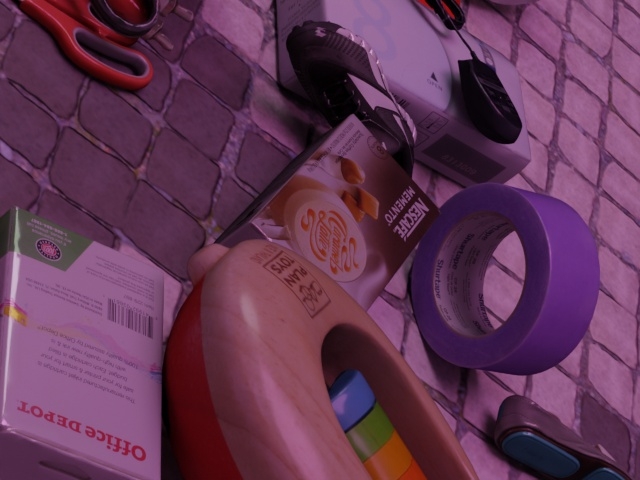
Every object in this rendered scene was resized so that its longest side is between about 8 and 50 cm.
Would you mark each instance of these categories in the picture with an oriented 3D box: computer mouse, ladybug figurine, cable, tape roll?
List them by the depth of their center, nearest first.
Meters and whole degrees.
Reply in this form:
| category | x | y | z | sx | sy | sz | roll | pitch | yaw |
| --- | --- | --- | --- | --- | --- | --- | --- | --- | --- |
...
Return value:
| category | x | y | z | sx | sy | sz | roll | pitch | yaw |
| --- | --- | --- | --- | --- | --- | --- | --- | --- | --- |
| ladybug figurine | 0.006 | 0.205 | 1.593 | 0.449 | 0.162 | 0.305 | 59 | 22 | -2 |
| cable | -0.240 | -0.284 | 1.824 | 0.287 | 0.072 | 0.139 | 31 | 53 | -15 |
| tape roll | 0.186 | 0.040 | 1.932 | 0.080 | 0.189 | 0.189 | 10 | 54 | -43 |
| computer mouse | 0.151 | -0.200 | 2.081 | 0.071 | 0.041 | 0.242 | 18 | 41 | -52 |

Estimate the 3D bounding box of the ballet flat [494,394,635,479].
| category | x | y | z | sx | sy | sz | roll | pitch | yaw |
| --- | --- | --- | --- | --- | --- | --- | --- | --- | --- |
| ballet flat | 0.266 | 0.226 | 1.971 | 0.213 | 0.072 | 0.068 | 36 | 35 | -22 |

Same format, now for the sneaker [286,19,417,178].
| category | x | y | z | sx | sy | sz | roll | pitch | yaw |
| --- | --- | --- | --- | --- | --- | --- | --- | --- | --- |
| sneaker | 0.039 | -0.128 | 1.947 | 0.234 | 0.078 | 0.106 | 52 | 24 | -44 |

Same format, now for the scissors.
| category | x | y | z | sx | sy | sz | roll | pitch | yaw |
| --- | --- | --- | --- | --- | --- | --- | --- | --- | --- |
| scissors | -0.279 | -0.229 | 1.778 | 0.297 | 0.021 | 0.109 | 24 | 45 | -35 |

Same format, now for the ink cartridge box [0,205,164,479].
| category | x | y | z | sx | sy | sz | roll | pitch | yaw |
| --- | --- | --- | --- | --- | --- | --- | --- | --- | --- |
| ink cartridge box | -0.211 | 0.103 | 1.523 | 0.154 | 0.093 | 0.212 | 26 | 43 | -32 |

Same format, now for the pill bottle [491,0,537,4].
| category | x | y | z | sx | sy | sz | roll | pitch | yaw |
| --- | --- | --- | --- | --- | --- | --- | --- | --- | --- |
| pill bottle | 0.222 | -0.494 | 2.390 | 0.210 | 0.210 | 0.363 | 8 | 55 | -45 |

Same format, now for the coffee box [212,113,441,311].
| category | x | y | z | sx | sy | sz | roll | pitch | yaw |
| --- | --- | --- | --- | --- | --- | --- | --- | --- | --- |
| coffee box | 0.000 | 0.000 | 1.834 | 0.141 | 0.098 | 0.246 | 49 | 36 | -6 |

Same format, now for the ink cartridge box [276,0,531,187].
| category | x | y | z | sx | sy | sz | roll | pitch | yaw |
| --- | --- | --- | --- | --- | --- | --- | --- | --- | --- |
| ink cartridge box | 0.089 | -0.274 | 2.166 | 0.308 | 0.091 | 0.385 | 26 | 45 | -33 |
